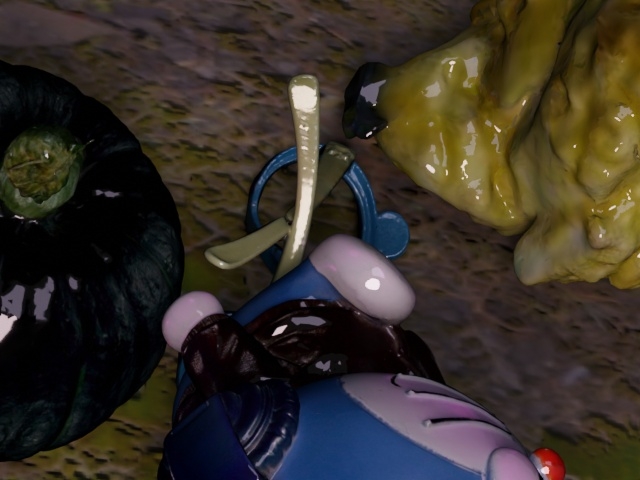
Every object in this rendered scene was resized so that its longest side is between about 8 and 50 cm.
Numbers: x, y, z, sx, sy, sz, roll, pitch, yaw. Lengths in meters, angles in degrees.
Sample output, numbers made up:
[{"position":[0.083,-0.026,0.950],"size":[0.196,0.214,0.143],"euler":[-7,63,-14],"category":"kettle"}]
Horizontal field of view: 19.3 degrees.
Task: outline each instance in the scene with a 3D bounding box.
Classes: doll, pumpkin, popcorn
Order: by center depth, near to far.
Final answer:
[{"position":[0.019,0.166,1.027],"size":[0.240,0.310,0.284],"euler":[-41,122,5],"category":"doll"},{"position":[-0.185,-0.003,1.089],"size":[0.248,0.248,0.248],"euler":[8,62,-16],"category":"pumpkin"},{"position":[0.215,-0.085,1.276],"size":[0.237,0.293,0.293],"euler":[38,52,-35],"category":"popcorn"}]

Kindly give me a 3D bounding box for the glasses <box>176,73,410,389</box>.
[{"position":[-0.034,-0.004,1.205],"size":[0.102,0.207,0.239],"euler":[6,53,25],"category":"glasses"}]
